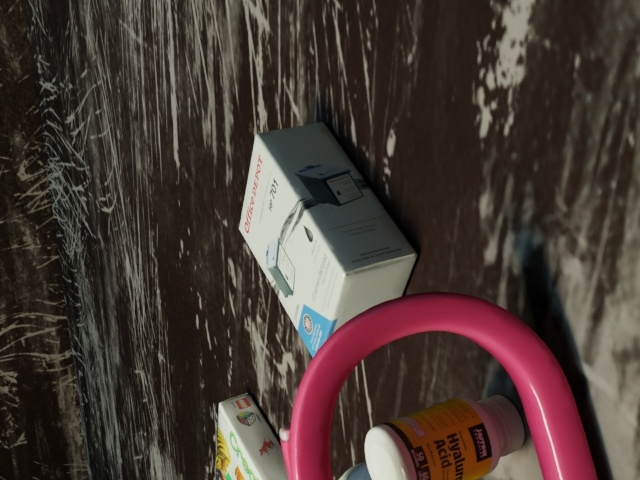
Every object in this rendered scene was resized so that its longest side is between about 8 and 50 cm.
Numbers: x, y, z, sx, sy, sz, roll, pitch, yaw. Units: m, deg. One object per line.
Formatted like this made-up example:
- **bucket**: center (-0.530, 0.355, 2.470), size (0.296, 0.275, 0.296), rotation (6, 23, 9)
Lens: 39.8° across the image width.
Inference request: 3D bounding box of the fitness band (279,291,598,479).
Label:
- **fitness band**: center (0.089, 0.180, 0.616), size (0.054, 0.209, 0.290), rotation (162, 94, -79)

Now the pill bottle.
- **pill bottle**: center (0.099, 0.159, 0.689), size (0.065, 0.116, 0.065), rotation (40, 137, 51)

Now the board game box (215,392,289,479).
- **board game box**: center (-0.060, 0.383, 1.204), size (0.305, 0.053, 0.193), rotation (51, 145, 42)

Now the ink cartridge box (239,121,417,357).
- **ink cartridge box**: center (0.000, 0.000, 0.855), size (0.190, 0.082, 0.139), rotation (56, 148, 33)

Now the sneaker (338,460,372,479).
- **sneaker**: center (0.125, 0.330, 0.719), size (0.350, 0.131, 0.148), rotation (61, 140, 18)
